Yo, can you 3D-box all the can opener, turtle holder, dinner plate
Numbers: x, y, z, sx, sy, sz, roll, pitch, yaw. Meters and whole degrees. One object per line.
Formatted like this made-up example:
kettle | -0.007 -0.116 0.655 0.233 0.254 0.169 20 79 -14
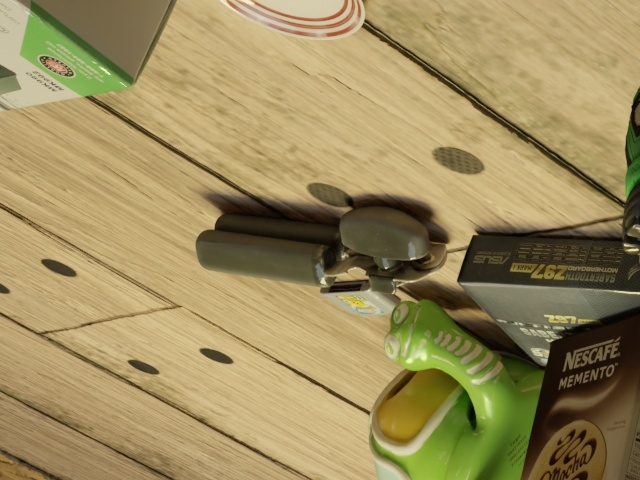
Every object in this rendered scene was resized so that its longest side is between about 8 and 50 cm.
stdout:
can opener | 0.000 0.000 1.774 0.280 0.074 0.093 3 118 34
turtle holder | 0.155 0.226 1.928 0.227 0.243 0.320 25 175 41
dinner plate | -0.030 -0.199 1.369 0.141 0.017 0.141 18 158 8

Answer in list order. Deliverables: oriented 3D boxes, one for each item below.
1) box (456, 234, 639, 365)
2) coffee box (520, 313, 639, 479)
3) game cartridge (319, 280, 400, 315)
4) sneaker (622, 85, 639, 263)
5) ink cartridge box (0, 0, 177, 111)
box | 0.271 0.065 1.674 0.233 0.059 0.183 3 152 37
coffee box | 0.265 0.230 1.586 0.119 0.297 0.168 25 156 -19
game cartridge | 0.045 0.064 1.936 0.056 0.017 0.083 31 157 -35
sneaker | 0.366 -0.040 1.261 0.343 0.146 0.134 14 156 -29
ink cartridge box | -0.285 -0.207 1.432 0.211 0.121 0.289 36 154 -34
